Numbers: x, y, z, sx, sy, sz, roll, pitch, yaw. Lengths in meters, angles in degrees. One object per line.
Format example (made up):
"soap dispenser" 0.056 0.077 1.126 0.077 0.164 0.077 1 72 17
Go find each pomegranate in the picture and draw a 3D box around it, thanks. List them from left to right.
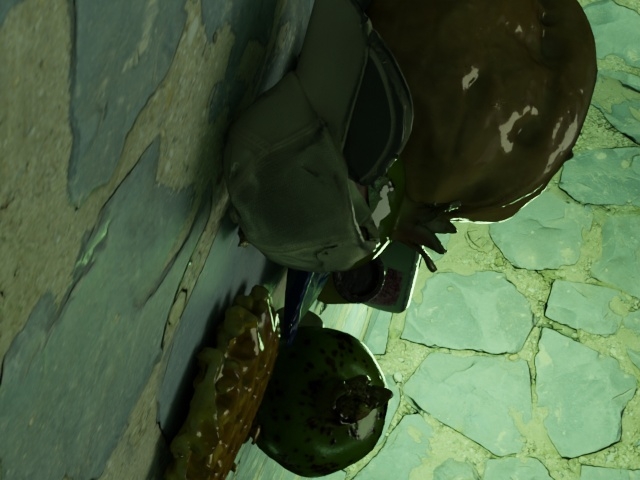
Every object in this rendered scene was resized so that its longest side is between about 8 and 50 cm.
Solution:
"pomegranate" 0.003 0.221 1.584 0.263 0.211 0.211 -10 -123 69
"pomegranate" 0.054 -0.039 1.383 0.181 0.224 0.181 22 90 -82

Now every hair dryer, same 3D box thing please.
"hair dryer" 0.050 -0.035 1.855 0.135 0.090 0.279 169 -70 -69

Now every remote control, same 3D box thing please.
"remote control" 0.127 -0.035 2.099 0.050 0.145 0.344 -34 141 -59

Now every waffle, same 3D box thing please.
"waffle" -0.117 0.211 1.399 0.302 0.068 0.325 77 35 -75

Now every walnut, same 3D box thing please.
"walnut" 0.189 -0.209 1.570 0.383 0.383 0.383 20 90 -82

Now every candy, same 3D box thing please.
"candy" 0.000 0.000 1.643 0.331 0.077 0.187 -65 173 -65

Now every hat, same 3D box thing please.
"hat" -0.006 -0.107 1.066 0.232 0.161 0.275 -115 -147 -71

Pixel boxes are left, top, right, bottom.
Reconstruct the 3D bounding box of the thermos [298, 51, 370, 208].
"thermos" 0.011 -0.086 1.243 0.124 0.099 0.232 138 -41 -77

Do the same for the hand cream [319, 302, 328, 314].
"hand cream" 0.051 0.051 2.249 0.235 0.055 0.086 -48 152 -50

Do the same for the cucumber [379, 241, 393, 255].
"cucumber" 0.092 -0.035 2.013 0.244 0.134 0.134 105 9 -51

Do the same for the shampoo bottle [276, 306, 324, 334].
"shampoo bottle" -0.051 0.184 1.733 0.079 0.079 0.162 -52 160 -66

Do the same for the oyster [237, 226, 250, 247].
"oyster" -0.068 -0.049 1.241 0.146 0.045 0.122 51 42 -82
